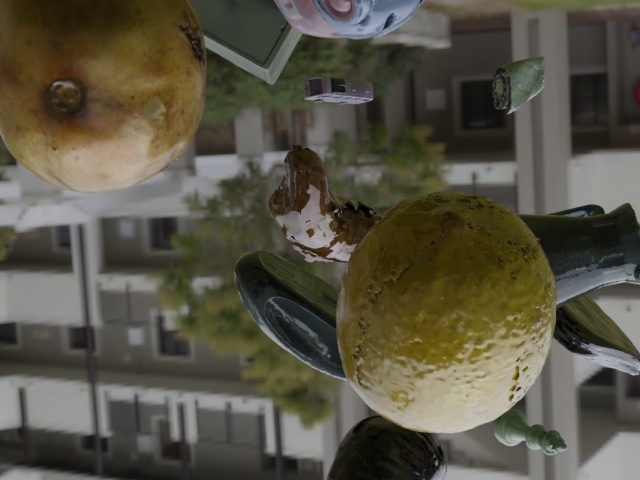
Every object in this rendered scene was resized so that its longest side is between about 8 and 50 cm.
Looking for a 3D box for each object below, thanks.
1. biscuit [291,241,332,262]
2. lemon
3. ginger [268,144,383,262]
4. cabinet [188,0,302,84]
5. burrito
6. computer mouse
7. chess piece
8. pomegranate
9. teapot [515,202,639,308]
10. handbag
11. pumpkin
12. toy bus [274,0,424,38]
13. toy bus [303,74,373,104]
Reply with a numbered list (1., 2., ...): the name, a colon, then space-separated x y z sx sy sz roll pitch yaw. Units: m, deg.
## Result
1. biscuit: 0.000 0.000 2.061 0.082 0.092 0.016 27 -154 -16
2. lemon: 0.141 0.088 1.407 0.258 0.310 0.258 8 -145 -6
3. ginger: 0.011 -0.034 1.857 0.133 0.107 0.309 -24 153 24
4. cabinet: -0.138 -0.382 2.051 0.206 0.145 0.150 30 179 2
5. burrito: 0.323 -0.254 1.966 0.044 0.074 0.118 8 -155 44
6. computer mouse: -0.005 0.152 2.203 0.374 0.114 0.203 32 -163 -8
7. chess piece: 0.341 0.310 1.937 0.059 0.059 0.149 -7 -171 -29
8. pomegranate: -0.239 -0.178 1.294 0.260 0.260 0.260 -3 -173 0
9. teapot: 0.381 0.017 1.899 0.225 0.171 0.203 -11 -147 6
10. handbag: 0.412 0.114 2.090 0.191 0.075 0.332 19 -161 -33
11. pumpkin: 0.094 0.379 1.861 0.163 0.233 0.233 15 -166 21
12. toy bus: 0.003 -0.386 1.488 0.232 0.294 0.197 1 -146 49
13. toy bus: 0.030 -0.242 1.967 0.052 0.037 0.130 -6 177 41
